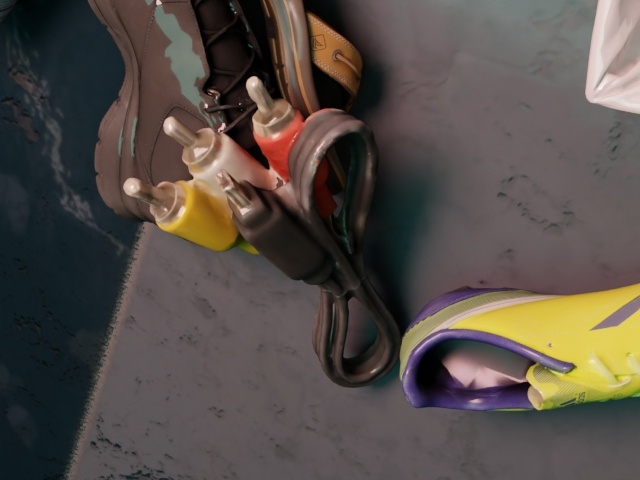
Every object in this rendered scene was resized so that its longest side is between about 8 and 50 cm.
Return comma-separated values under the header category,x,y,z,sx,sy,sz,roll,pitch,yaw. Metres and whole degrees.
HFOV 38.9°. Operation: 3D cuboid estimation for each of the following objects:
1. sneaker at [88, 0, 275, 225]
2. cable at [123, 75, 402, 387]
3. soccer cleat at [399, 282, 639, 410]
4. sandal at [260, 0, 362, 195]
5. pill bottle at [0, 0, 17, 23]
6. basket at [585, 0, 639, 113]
category,x,y,z,sx,sy,sz,roll,pitch,yaw
sneaker,-0.081,-0.122,0.609,0.130,0.109,0.286,29,133,32
cable,0.000,0.000,0.624,0.139,0.072,0.287,-37,141,3
soccer cleat,0.188,0.075,0.583,0.289,0.121,0.093,-6,110,27
sandal,-0.005,-0.133,0.607,0.060,0.090,0.219,-15,110,-6
pill bottle,-0.226,-0.243,0.628,0.193,0.108,0.108,-38,94,33
basket,0.214,-0.153,0.474,0.113,0.103,0.167,14,118,19
